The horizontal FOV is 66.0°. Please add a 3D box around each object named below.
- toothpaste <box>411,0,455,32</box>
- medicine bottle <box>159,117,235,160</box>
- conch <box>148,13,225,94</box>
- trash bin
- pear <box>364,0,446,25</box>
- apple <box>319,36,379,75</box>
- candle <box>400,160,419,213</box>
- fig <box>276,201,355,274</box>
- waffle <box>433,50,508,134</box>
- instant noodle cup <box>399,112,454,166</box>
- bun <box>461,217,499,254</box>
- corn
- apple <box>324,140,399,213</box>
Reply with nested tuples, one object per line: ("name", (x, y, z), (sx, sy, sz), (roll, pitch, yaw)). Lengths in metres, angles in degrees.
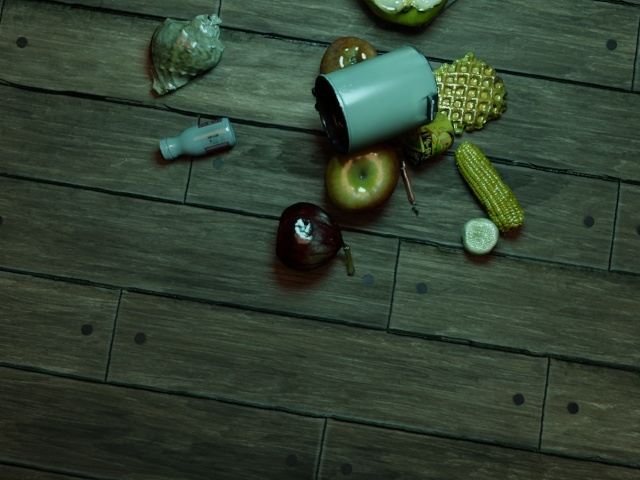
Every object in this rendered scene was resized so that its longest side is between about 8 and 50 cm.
("toothpaste", (0.382, -0.747, 1.556), (0.239, 0.039, 0.062), (-43, 80, -5))
("medicine bottle", (-0.374, -0.304, 1.501), (0.216, 0.090, 0.090), (-15, 86, 0))
("conch", (-0.423, -0.580, 1.484), (0.291, 0.159, 0.210), (-45, 89, -1))
("trash bin", (0.145, -0.371, 1.311), (0.262, 0.217, 0.277), (-23, 46, -11))
("pear", (0.255, -0.827, 1.483), (0.340, 0.191, 0.387), (4, 87, 4))
("apple", (0.090, -0.510, 1.473), (0.188, 0.174, 0.188), (0, 88, -2))
("candle", (0.274, -0.163, 1.526), (0.026, 0.021, 0.167), (-11, 85, -23))
("fig", (-0.003, -0.006, 1.443), (0.249, 0.186, 0.204), (6, 68, -7))
("waffle", (0.449, -0.456, 1.533), (0.238, 0.059, 0.243), (-38, 85, 1))
("instant noodle cup", (0.319, -0.312, 1.483), (0.122, 0.151, 0.151), (-21, 86, -13))
("bun", (0.481, -0.011, 1.489), (0.115, 0.069, 0.115), (-2, 83, 19))
("corn", (0.504, -0.163, 1.487), (0.102, 0.102, 0.313), (-34, 87, -2))
("apple", (0.120, -0.192, 1.457), (0.235, 0.173, 0.210), (-31, 94, 6))
